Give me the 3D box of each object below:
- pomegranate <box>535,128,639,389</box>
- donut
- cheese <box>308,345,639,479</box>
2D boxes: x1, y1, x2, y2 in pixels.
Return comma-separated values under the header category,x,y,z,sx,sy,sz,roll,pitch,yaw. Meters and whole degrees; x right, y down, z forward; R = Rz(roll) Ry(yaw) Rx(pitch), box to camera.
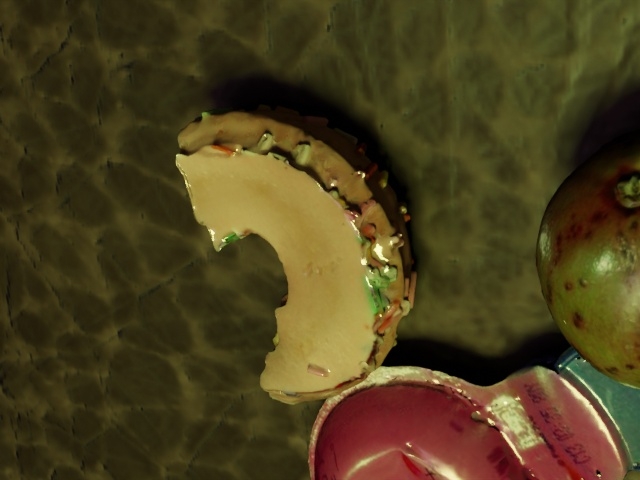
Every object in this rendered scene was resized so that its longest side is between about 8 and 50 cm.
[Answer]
category,x,y,z,sx,sy,sz,roll,pitch,yaw
pomegranate,0.157,0.014,0.617,0.130,0.130,0.130,13,120,24
donut,0.000,0.000,0.734,0.117,0.065,0.166,-10,108,35
cheese,0.083,0.120,0.750,0.244,0.062,0.155,-34,94,37
